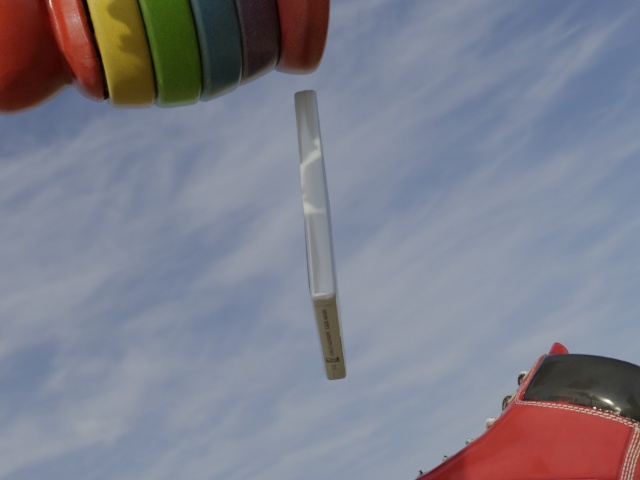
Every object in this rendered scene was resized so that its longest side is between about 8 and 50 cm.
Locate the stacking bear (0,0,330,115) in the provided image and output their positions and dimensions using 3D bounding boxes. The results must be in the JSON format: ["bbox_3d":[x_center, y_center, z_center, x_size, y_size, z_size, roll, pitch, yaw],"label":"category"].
[{"bbox_3d":[-0.155,-0.178,0.752,0.289,0.175,0.164,-15,-46,-14],"label":"stacking bear"}]

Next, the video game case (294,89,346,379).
[{"bbox_3d":[0.000,0.000,0.808,0.022,0.190,0.173,-6,-29,1],"label":"video game case"}]

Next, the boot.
[{"bbox_3d":[0.079,0.143,0.548,0.244,0.176,0.088,-17,-55,40],"label":"boot"}]
